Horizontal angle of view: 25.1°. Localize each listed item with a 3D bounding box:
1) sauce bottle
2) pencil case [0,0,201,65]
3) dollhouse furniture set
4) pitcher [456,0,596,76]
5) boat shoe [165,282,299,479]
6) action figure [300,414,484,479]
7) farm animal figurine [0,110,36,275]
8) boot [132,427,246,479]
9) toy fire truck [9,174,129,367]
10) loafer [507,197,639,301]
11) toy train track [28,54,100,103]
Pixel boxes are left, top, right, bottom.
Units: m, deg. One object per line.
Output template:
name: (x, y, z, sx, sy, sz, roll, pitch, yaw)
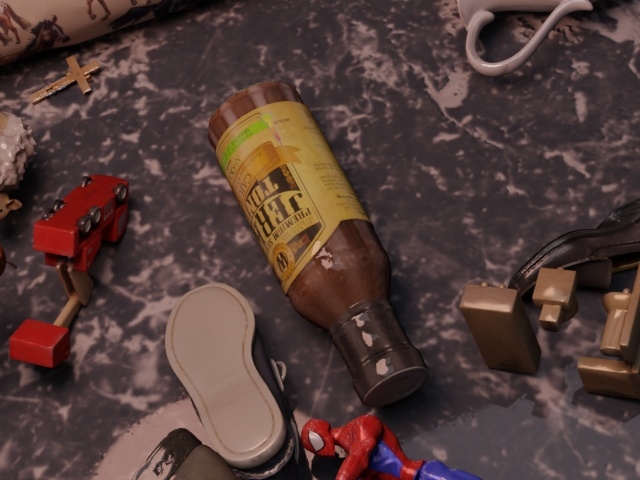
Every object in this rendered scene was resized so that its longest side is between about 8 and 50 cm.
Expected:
sauce bottle: (0.000, 0.000, 1.404, 0.111, 0.111, 0.344, -26, 62, -6)
pencil case: (-0.237, -0.321, 1.566, 0.410, 0.160, 0.183, -19, 77, -3)
dollhouse furniture set: (0.233, 0.054, 1.348, 0.151, 0.144, 0.123, 5, 59, 25)
pitcher: (0.234, -0.273, 1.515, 0.207, 0.125, 0.177, -19, 70, 8)
boat shoe: (-0.077, 0.136, 1.350, 0.095, 0.079, 0.254, -29, 40, -5)
action figure: (0.094, 0.248, 1.278, 0.280, 0.091, 0.139, 23, 59, 17)
farm animal figurine: (-0.440, 0.033, 1.419, 0.330, 0.172, 0.326, -11, 50, 10)
boot: (-0.133, 0.301, 1.291, 0.161, 0.083, 0.246, 34, 73, 15)
toy fire truck: (-0.245, 0.027, 1.426, 0.047, 0.135, 0.192, 11, 26, 12)
loafer: (0.263, 0.021, 1.394, 0.170, 0.062, 0.061, -28, 69, -6)
toy train track: (-0.279, -0.172, 1.578, 0.083, 0.014, 0.048, -28, 71, -1)
